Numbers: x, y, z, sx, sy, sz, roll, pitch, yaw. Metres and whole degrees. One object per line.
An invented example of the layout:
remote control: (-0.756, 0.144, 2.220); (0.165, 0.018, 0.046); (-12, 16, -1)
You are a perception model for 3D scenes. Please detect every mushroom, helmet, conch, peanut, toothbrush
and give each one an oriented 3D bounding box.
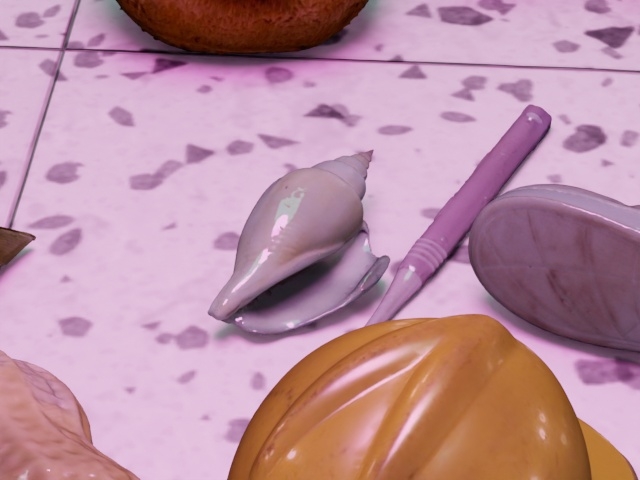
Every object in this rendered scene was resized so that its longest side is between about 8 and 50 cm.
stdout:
mushroom: (-0.066, -0.219, 1.300); (0.231, 0.138, 0.194); (11, 24, -6)
helmet: (0.054, 0.108, 0.870); (0.257, 0.140, 0.205); (-33, 49, -32)
conch: (-0.005, 0.001, 1.069); (0.088, 0.065, 0.180); (42, 55, -7)
peanut: (-0.153, 0.125, 0.879); (0.098, 0.090, 0.214); (6, 27, -47)
toothbrush: (0.075, 0.000, 1.091); (0.024, 0.029, 0.354); (30, 44, 12)

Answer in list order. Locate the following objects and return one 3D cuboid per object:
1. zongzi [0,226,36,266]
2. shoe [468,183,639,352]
zongzi: (-0.221, 0.029, 1.031); (0.119, 0.055, 0.109); (-2, 39, -23)
shoe: (0.217, 0.017, 1.019); (0.251, 0.103, 0.100); (21, 42, 15)
